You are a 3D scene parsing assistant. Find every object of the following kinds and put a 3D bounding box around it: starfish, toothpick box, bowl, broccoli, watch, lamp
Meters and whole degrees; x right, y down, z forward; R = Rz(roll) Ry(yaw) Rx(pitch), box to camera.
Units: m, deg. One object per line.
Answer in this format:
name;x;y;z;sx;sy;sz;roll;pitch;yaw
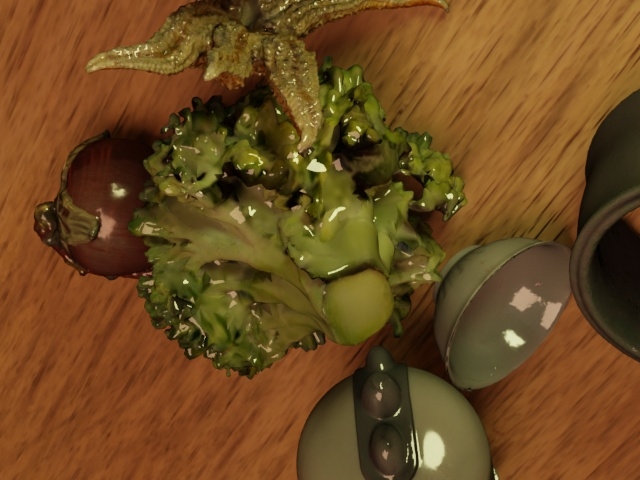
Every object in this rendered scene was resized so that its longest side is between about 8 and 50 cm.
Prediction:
starfish;-0.052;-0.173;1.120;0.302;0.293;0.084;12;122;8
toothpick box;0.084;0.243;1.325;0.229;0.229;0.316;7;158;12
bowl;0.176;0.061;1.304;0.086;0.189;0.189;39;134;37
broccoli;-0.013;-0.010;1.237;0.272;0.324;0.334;19;127;33
watch;0.412;0.006;1.137;0.327;0.314;0.335;-22;124;40
lamp;-0.198;-0.053;1.341;0.223;0.151;0.215;-8;128;-24
